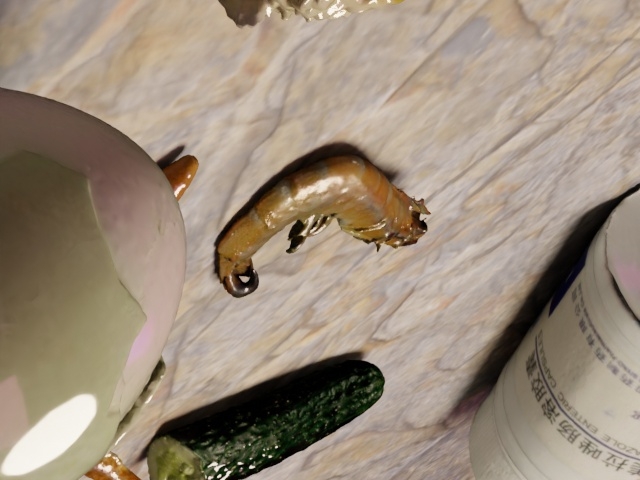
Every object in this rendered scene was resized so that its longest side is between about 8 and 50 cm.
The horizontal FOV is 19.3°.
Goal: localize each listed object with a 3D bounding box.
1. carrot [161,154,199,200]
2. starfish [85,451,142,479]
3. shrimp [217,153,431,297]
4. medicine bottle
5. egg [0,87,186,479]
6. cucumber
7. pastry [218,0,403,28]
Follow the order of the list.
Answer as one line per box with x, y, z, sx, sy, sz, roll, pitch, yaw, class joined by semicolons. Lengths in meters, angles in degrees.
-0.107;0.009;1.000;0.035;0.035;0.142;-7;140;-53;carrot
-0.193;0.139;1.087;0.138;0.050;0.247;-32;145;7;starfish
0.001;0.001;1.153;0.124;0.034;0.178;-37;158;11;shrimp
0.263;0.118;1.599;0.190;0.190;0.332;-23;155;-32;medicine bottle
-0.152;0.024;0.752;0.217;0.183;0.183;-31;160;-35;egg
-0.028;0.132;1.365;0.214;0.052;0.058;-20;174;-39;cucumber
0.028;-0.181;0.737;0.121;0.089;0.258;-41;166;-25;pastry
